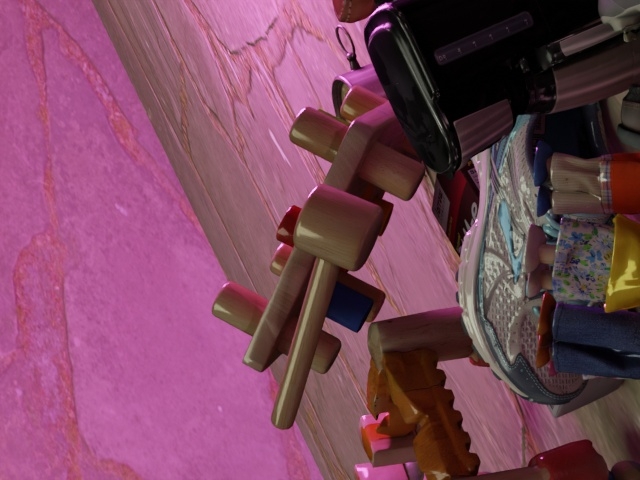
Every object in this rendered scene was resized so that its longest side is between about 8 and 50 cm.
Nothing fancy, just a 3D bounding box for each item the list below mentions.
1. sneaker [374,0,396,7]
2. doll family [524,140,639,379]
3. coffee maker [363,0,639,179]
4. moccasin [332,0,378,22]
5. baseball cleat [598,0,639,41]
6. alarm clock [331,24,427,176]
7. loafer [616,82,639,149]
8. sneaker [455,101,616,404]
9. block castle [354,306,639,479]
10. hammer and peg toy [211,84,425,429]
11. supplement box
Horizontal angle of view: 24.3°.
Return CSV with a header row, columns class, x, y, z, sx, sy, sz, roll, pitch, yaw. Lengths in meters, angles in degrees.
class,x,y,z,sx,sy,sz,roll,pitch,yaw
sneaker,0.073,-0.257,1.291,0.170,0.074,0.063,91,153,-63
doll family,0.228,0.050,1.011,0.263,0.163,0.118,77,-157,-43
coffee maker,0.123,-0.151,1.018,0.171,0.178,0.120,62,166,22
moccasin,-0.042,-0.380,1.388,0.380,0.147,0.139,68,168,-7
baseball cleat,0.214,-0.188,0.853,0.206,0.072,0.109,155,99,-69
alarm clock,0.057,-0.144,1.605,0.192,0.064,0.129,67,169,-12
loafer,0.260,-0.081,0.817,0.267,0.096,0.084,-159,66,-64
sneaker,0.173,-0.008,1.144,0.122,0.110,0.283,-174,76,-67
block castle,0.172,0.299,1.531,0.303,0.212,0.453,-110,17,-47
hammer and peg toy,0.000,0.000,1.375,0.127,0.266,0.361,28,-161,8
supplement box,0.187,0.022,1.324,0.130,0.073,0.239,90,155,-61
